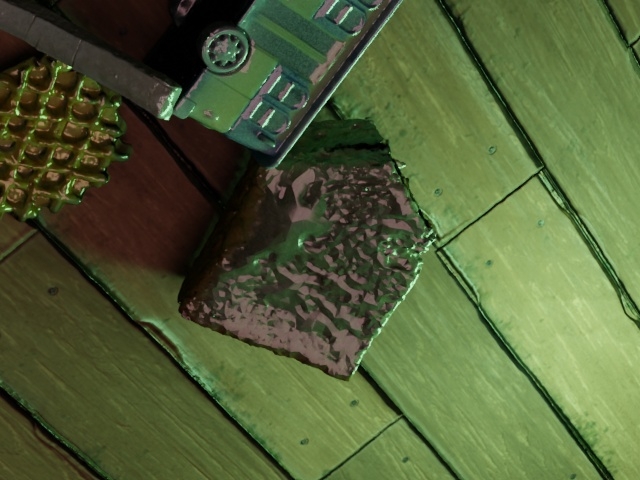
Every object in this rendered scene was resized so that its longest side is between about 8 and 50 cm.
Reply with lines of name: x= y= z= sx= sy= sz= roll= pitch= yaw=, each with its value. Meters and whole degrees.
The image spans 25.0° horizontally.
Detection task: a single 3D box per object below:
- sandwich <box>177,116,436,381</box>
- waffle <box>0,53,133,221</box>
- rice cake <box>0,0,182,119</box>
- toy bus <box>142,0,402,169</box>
sandwich: x=-0.001 y=0.000 z=1.849 sx=0.262 sy=0.131 sz=0.325 roll=24 pitch=111 yaw=-13
waffle: x=-0.336 y=-0.121 z=1.707 sx=0.223 sy=0.054 sz=0.204 roll=-28 pitch=128 yaw=-3
rice cake: x=-0.268 y=-0.210 z=1.609 sx=0.245 sy=0.042 sz=0.045 roll=29 pitch=111 yaw=1
toy bus: x=-0.049 y=-0.262 z=1.686 sx=0.190 sy=0.152 sz=0.312 roll=29 pitch=105 yaw=-35
